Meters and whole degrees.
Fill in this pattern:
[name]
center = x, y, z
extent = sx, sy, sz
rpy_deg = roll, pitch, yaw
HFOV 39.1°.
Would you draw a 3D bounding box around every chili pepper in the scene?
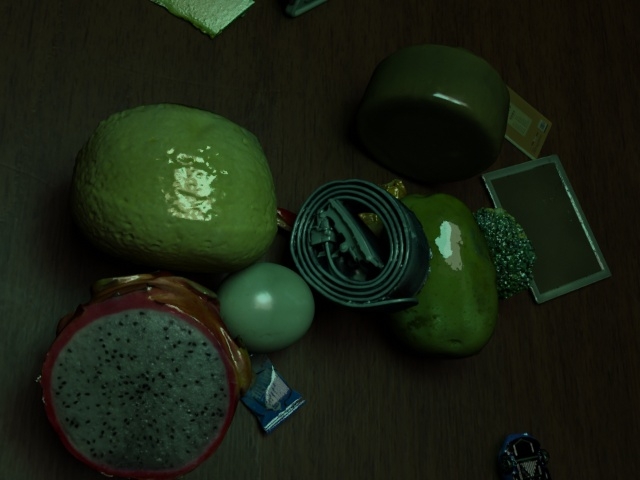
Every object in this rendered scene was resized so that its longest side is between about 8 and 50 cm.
[chili pepper]
center = 0.000, 0.000, 1.635
extent = 0.268, 0.050, 0.059
rpy_deg = 28, 106, -13

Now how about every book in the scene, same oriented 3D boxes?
[book]
center = 0.424, -0.267, 1.970
extent = 0.172, 0.012, 0.118
rpy_deg = 37, 59, -11

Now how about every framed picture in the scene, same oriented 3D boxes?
[framed picture]
center = 0.476, -0.029, 1.905
extent = 0.231, 0.018, 0.293
rpy_deg = -16, 79, -30

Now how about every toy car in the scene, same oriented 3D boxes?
[toy car]
center = 0.380, 0.461, 1.646
extent = 0.103, 0.063, 0.216
rpy_deg = -2, 67, -28

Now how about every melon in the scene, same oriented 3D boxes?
[melon]
center = -0.260, -0.456, 1.682
extent = 0.262, 0.053, 0.114
rpy_deg = 20, 82, -16

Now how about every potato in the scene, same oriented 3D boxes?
[potato]
center = 0.206, 0.068, 1.603
extent = 0.216, 0.216, 0.304
rpy_deg = -20, 109, -32

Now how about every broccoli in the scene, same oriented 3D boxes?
[broccoli]
center = 0.331, 0.016, 1.760
extent = 0.220, 0.194, 0.194
rpy_deg = 32, 57, 13

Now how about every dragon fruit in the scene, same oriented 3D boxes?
[dragon fruit]
center = -0.246, 0.182, 1.334
extent = 0.306, 0.226, 0.305
rpy_deg = 0, 100, -1

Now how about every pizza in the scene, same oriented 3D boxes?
[pizza]
center = 0.126, -0.053, 1.709
extent = 0.182, 0.062, 0.161
rpy_deg = 27, 60, -14

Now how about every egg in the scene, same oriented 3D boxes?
[egg]
center = -0.091, 0.111, 1.479
extent = 0.192, 0.149, 0.149
rpy_deg = 8, 65, -55

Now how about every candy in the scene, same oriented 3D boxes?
[candy]
center = -0.097, 0.243, 1.500
extent = 0.088, 0.038, 0.136
rpy_deg = -37, 83, -19

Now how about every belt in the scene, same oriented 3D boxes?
[belt]
center = 0.070, 0.016, 1.502
extent = 0.267, 0.206, 0.116
rpy_deg = 43, 7, 33

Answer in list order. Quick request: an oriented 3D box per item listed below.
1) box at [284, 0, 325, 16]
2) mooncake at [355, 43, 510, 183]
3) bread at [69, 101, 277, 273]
[box]
center = 0.009, -0.596, 1.784
extent = 0.294, 0.193, 0.167
rpy_deg = -36, 82, -32
[mooncake]
center = 0.213, -0.240, 1.691
extent = 0.284, 0.284, 0.155
rpy_deg = 25, 62, -17
[bread]
center = -0.222, -0.061, 1.395
extent = 0.321, 0.320, 0.237
rpy_deg = 11, 70, -23
